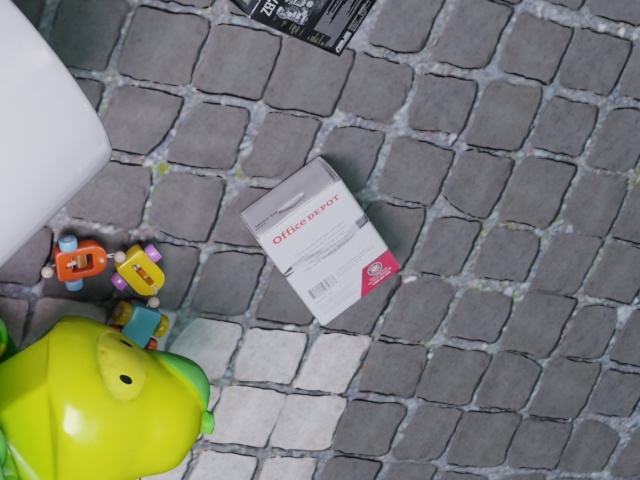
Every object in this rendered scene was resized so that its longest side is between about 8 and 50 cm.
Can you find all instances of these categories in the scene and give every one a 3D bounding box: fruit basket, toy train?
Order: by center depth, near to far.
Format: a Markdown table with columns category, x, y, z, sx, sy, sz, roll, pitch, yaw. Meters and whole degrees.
| category | x | y | z | sx | sy | sz | roll | pitch | yaw |
| --- | --- | --- | --- | --- | --- | --- | --- | --- | --- |
| fruit basket | -0.302 | 0.151 | 1.751 | 0.392 | 0.392 | 0.283 | -32 | 128 | -5 |
| toy train | -0.222 | 0.054 | 1.936 | 0.125 | 0.046 | 0.166 | -17 | 123 | -14 |

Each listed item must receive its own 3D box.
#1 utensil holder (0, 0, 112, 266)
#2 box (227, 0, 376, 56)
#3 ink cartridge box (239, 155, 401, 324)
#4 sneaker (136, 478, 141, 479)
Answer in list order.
| category | x | y | z | sx | sy | sz | roll | pitch | yaw |
| --- | --- | --- | --- | --- | --- | --- | --- | --- | --- |
| utensil holder | -0.416 | -0.057 | 1.560 | 0.385 | 0.327 | 0.328 | -44 | 130 | -12 |
| box | 0.002 | -0.284 | 1.784 | 0.147 | 0.077 | 0.180 | 15 | 114 | -51 |
| ink cartridge box | 0.000 | 0.000 | 1.995 | 0.109 | 0.063 | 0.150 | -36 | 128 | -1 |
| sneaker | -0.217 | 0.195 | 2.028 | 0.075 | 0.057 | 0.161 | 12 | 117 | -13 |
